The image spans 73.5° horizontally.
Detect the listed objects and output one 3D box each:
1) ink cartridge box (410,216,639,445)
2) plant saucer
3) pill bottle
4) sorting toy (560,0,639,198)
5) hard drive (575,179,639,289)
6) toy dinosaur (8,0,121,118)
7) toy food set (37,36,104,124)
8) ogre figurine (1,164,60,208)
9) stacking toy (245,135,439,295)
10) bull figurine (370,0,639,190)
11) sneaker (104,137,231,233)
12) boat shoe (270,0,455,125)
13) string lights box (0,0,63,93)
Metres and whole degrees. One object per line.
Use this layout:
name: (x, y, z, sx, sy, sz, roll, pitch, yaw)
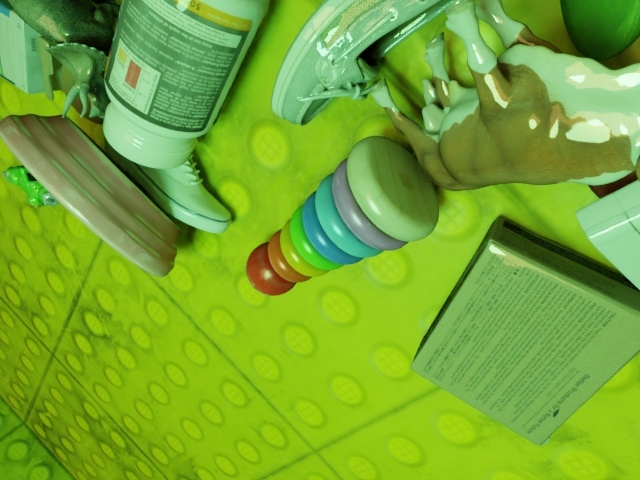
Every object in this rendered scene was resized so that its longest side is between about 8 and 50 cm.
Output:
ink cartridge box: (0.253, 0.117, 0.546, 0.193, 0.088, 0.234, 29, 124, 13)
plant saucer: (-0.352, -0.082, 0.709, 0.332, 0.084, 0.332, 44, 170, 10)
pill bottle: (-0.195, -0.242, 0.580, 0.162, 0.162, 0.278, 43, 126, 4)
sorting toy: (0.295, -0.211, 0.366, 0.126, 0.127, 0.365, -14, 109, 10)
hard drive: (0.430, -0.044, 0.324, 0.233, 0.047, 0.353, 31, 132, -27)
toy dinosaur: (-0.379, -0.339, 0.637, 0.121, 0.160, 0.313, -37, 92, 37)
toy food set: (-0.406, -0.274, 0.768, 0.192, 0.038, 0.132, 27, 130, 5)
ogre figurine: (-0.542, -0.124, 0.864, 0.197, 0.118, 0.097, 43, 127, 5)
stacking toy: (0.000, 0.000, 0.614, 0.141, 0.141, 0.330, 52, 132, -2)
bull figurine: (0.164, -0.117, 0.387, 0.188, 0.101, 0.310, 53, 167, -8)
sneaker: (-0.246, -0.116, 0.716, 0.258, 0.094, 0.091, 39, 112, -1)
boat shoe: (0.068, -0.230, 0.467, 0.320, 0.118, 0.103, -38, 92, 29)
string lights box: (-0.596, -0.391, 0.788, 0.260, 0.077, 0.133, 32, 125, 13)
